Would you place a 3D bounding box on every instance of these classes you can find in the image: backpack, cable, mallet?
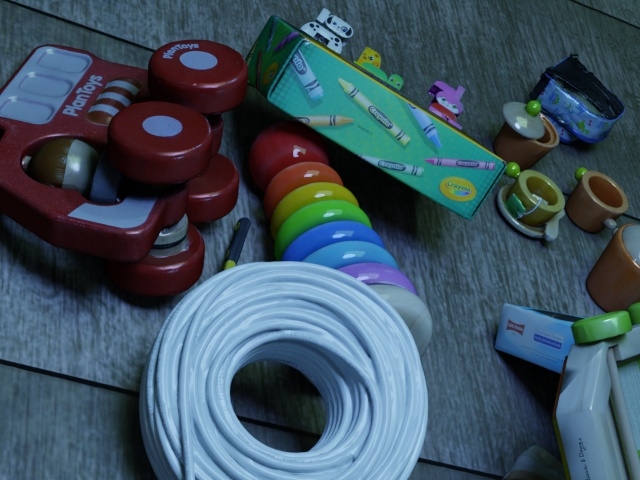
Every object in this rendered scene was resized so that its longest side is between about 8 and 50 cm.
[{"bbox_3d":[0.350,-0.183,2.102,0.114,0.084,0.105,40,37,13],"label":"backpack"},{"bbox_3d":[-0.032,0.146,1.368,0.257,0.089,0.257,-11,70,-20],"label":"cable"},{"bbox_3d":[-0.098,0.036,1.562,0.039,0.062,0.189,31,23,-9],"label":"mallet"}]

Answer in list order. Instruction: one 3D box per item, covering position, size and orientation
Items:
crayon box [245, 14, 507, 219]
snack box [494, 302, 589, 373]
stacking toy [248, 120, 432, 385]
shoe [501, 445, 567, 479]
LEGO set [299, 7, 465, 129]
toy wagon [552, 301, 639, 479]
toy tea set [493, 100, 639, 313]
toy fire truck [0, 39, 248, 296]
[{"bbox_3d":[0.056,-0.139,1.726,0.278,0.081,0.165,30,8,-20],"label":"crayon box"},{"bbox_3d":[0.379,0.135,1.722,0.322,0.060,0.187,11,4,-30],"label":"snack box"},{"bbox_3d":[0.000,0.000,1.613,0.141,0.141,0.330,10,37,-31],"label":"stacking toy"},{"bbox_3d":[0.285,0.285,1.558,0.219,0.076,0.058,35,43,2],"label":"shoe"},{"bbox_3d":[0.074,-0.202,1.899,0.227,0.087,0.093,33,52,-4],"label":"LEGO set"},{"bbox_3d":[0.345,0.191,1.516,0.344,0.068,0.267,-10,86,-53],"label":"toy wagon"},{"bbox_3d":[0.344,-0.052,1.925,0.336,0.124,0.200,42,37,7],"label":"toy tea set"},{"bbox_3d":[-0.217,-0.088,1.517,0.254,0.169,0.302,12,37,8],"label":"toy fire truck"}]
